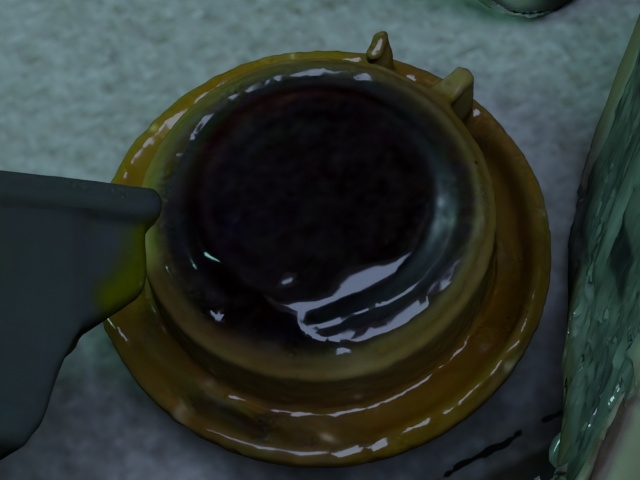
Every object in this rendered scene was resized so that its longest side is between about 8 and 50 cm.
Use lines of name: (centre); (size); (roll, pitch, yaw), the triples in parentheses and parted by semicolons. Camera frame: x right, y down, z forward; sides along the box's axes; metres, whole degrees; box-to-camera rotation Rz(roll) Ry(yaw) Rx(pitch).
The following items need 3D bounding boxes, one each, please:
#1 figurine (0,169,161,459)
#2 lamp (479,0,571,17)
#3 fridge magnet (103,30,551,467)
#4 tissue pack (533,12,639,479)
figurine: (-0.140, 0.132, 0.377); (0.342, 0.167, 0.285); (-21, 64, 31)
lamp: (0.067, -0.234, 0.561); (0.203, 0.124, 0.283); (41, 50, -37)
fridge magnet: (0.000, 0.000, 0.497); (0.143, 0.063, 0.143); (-1, 63, 2)
tissue pack: (0.214, 0.055, 0.454); (0.305, 0.238, 0.238); (19, 69, 0)
